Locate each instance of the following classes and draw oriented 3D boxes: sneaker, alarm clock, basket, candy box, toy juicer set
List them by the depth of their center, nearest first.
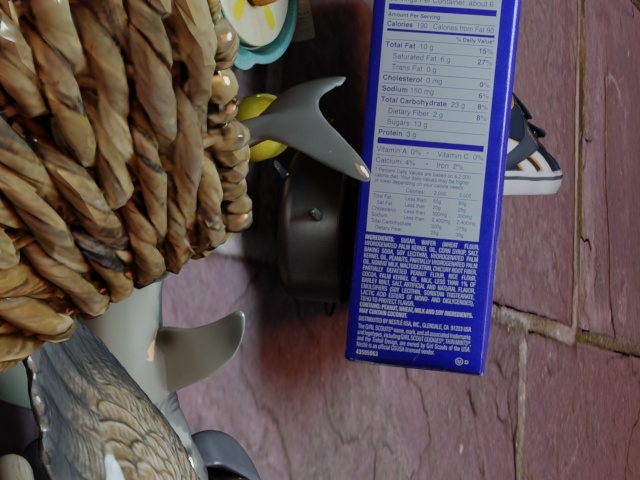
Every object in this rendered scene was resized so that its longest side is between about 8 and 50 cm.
[{"bbox_3d":[-0.195,-0.078,0.425,0.223,0.299,0.213,-33,151,-20],"label":"basket"},{"bbox_3d":[-0.045,-0.173,0.902,0.329,0.089,0.209,-62,140,-44],"label":"toy juicer set"},{"bbox_3d":[0.000,0.000,0.991,0.192,0.064,0.129,80,16,-48],"label":"alarm clock"},{"bbox_3d":[0.098,-0.071,1.007,0.268,0.122,0.317,-43,138,-81],"label":"candy box"},{"bbox_3d":[0.185,-0.111,1.290,0.321,0.126,0.128,-5,98,-60],"label":"sneaker"}]

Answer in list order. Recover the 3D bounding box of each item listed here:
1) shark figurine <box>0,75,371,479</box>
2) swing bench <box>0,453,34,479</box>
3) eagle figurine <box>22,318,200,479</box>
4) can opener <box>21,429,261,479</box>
[{"bbox_3d":[-0.095,0.013,0.679,0.116,0.166,0.278,-120,-128,-72],"label":"shark figurine"},{"bbox_3d":[-0.187,0.203,0.338,0.255,0.253,0.165,52,1,41],"label":"swing bench"},{"bbox_3d":[-0.053,0.192,0.565,0.225,0.226,0.298,-105,-151,-55],"label":"eagle figurine"},{"bbox_3d":[-0.120,0.166,0.787,0.283,0.076,0.095,35,26,-56],"label":"can opener"}]
